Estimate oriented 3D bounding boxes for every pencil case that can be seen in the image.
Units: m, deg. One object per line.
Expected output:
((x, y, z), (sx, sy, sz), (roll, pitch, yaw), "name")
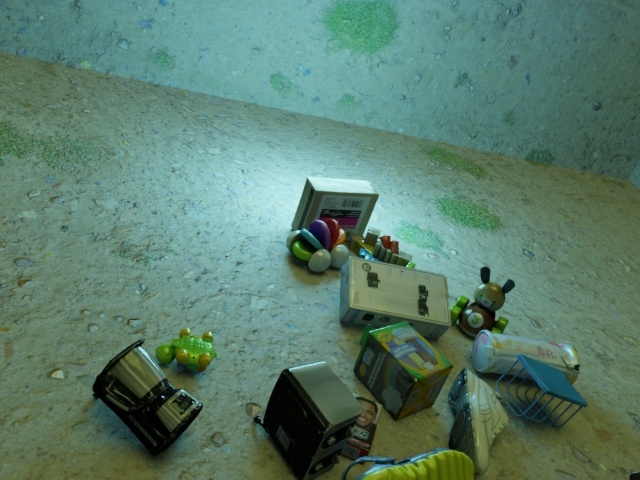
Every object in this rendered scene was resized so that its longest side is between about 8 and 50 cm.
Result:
((0.538, 0.311, 1.581), (0.272, 0.114, 0.124), (12, 7, -9), "pencil case")

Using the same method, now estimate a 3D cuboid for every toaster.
((-0.024, 0.342, 1.165), (0.110, 0.168, 0.185), (-5, 37, -40), "toaster")

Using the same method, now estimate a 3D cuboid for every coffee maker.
((-0.321, 0.296, 1.117), (0.178, 0.171, 0.120), (45, 57, 6), "coffee maker")

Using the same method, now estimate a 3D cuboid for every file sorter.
((0.525, 0.366, 1.442), (0.170, 0.105, 0.118), (23, 23, -32), "file sorter")

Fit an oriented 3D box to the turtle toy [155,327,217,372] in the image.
((-0.287, 0.241, 1.291), (0.130, 0.066, 0.095), (11, 30, -11), "turtle toy")

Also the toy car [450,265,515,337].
((0.471, 0.173, 1.705), (0.155, 0.189, 0.149), (29, 31, 19), "toy car")

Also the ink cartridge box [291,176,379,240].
((0.046, -0.096, 1.926), (0.234, 0.193, 0.088), (0, 36, -28), "ink cartridge box")

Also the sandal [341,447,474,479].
((0.162, 0.452, 1.137), (0.317, 0.126, 0.138), (11, -10, -34), "sandal")

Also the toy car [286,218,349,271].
((0.000, 0.000, 1.794), (0.181, 0.136, 0.159), (-11, 41, -42), "toy car")

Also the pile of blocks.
((0.210, 0.063, 1.829), (0.148, 0.113, 0.362), (-13, 41, -43), "pile of blocks")

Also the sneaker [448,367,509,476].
((0.361, 0.403, 1.340), (0.129, 0.111, 0.297), (25, 30, 0), "sneaker")

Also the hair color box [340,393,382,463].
((0.079, 0.391, 1.261), (0.071, 0.043, 0.141), (20, 28, 6), "hair color box")

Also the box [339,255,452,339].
((0.201, 0.157, 1.634), (0.289, 0.087, 0.169), (10, 52, -12), "box")

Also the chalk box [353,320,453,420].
((0.175, 0.284, 1.408), (0.132, 0.133, 0.213), (-8, 39, -38), "chalk box")

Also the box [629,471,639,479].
((0.718, 0.535, 1.127), (0.166, 0.168, 0.203), (19, 57, -37), "box")
